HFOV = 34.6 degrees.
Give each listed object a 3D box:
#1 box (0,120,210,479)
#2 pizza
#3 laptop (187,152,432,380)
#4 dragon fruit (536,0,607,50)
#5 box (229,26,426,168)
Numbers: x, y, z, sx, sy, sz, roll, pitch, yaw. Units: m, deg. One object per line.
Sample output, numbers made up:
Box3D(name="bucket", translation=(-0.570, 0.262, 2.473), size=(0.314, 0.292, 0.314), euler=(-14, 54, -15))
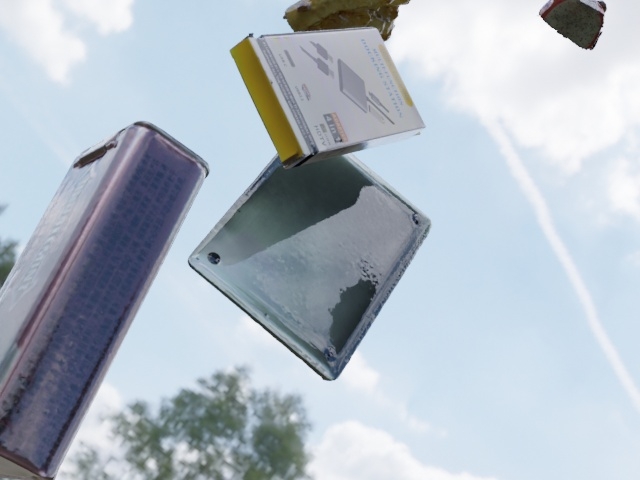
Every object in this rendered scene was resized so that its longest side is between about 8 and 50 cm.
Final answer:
Box3D(name="box", translation=(-0.161, 0.038, 0.650), size=(0.069, 0.224, 0.120), euler=(36, -29, -25))
Box3D(name="pizza", translation=(0.037, -0.292, 1.440), size=(0.062, 0.182, 0.161), euler=(-112, -158, -43))
Box3D(name="laptop", translation=(0.000, 0.000, 1.062), size=(0.187, 0.269, 0.015), euler=(40, -43, -3))
Box3D(name="dragon fruit", translation=(0.311, -0.279, 1.252), size=(0.083, 0.060, 0.056), euler=(29, -56, -7))
Box3D(name="box", translation=(0.021, -0.153, 1.042), size=(0.033, 0.247, 0.129), euler=(-30, -96, 38))
